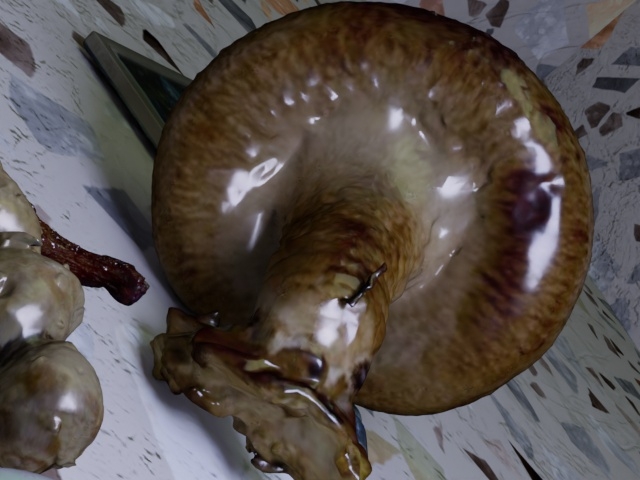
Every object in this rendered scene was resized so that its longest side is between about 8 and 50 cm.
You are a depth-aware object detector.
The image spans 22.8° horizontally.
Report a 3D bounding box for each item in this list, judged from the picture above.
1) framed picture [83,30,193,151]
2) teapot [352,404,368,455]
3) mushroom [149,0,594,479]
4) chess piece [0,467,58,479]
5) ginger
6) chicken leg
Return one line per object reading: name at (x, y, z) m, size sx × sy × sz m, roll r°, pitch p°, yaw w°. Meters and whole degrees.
framed picture at (-0.089, -0.055, 1.517) m, size 0.315 × 0.024 × 0.232 m, roll 55°, pitch 13°, yaw 18°
teapot at (0.017, 0.160, 1.218) m, size 0.063 × 0.049 × 0.083 m, roll 46°, pitch 14°, yaw -12°
mushroom at (0.018, -0.023, 1.185) m, size 0.331 × 0.334 × 0.356 m, roll 32°, pitch 7°, yaw 24°
chess piece at (-0.172, 0.101, 0.676) m, size 0.139 × 0.139 × 0.271 m, roll 39°, pitch 7°, yaw -35°
ginger at (-0.178, 0.042, 0.871) m, size 0.104 × 0.080 × 0.204 m, roll -12°, pitch 56°, yaw -37°
chicken leg at (-0.201, -0.022, 0.978) m, size 0.205 × 0.093 × 0.053 m, roll 38°, pitch 54°, yaw -23°
